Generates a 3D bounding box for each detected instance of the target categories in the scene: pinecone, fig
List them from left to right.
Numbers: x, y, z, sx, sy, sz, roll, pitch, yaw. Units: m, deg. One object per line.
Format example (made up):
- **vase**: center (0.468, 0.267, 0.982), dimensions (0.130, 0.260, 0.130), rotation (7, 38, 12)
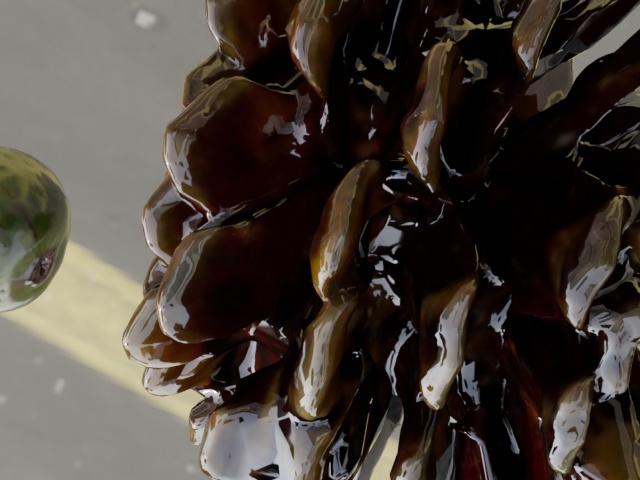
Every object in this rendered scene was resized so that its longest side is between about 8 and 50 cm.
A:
- **fig**: center (-0.351, -0.047, 1.853), dimensions (0.259, 0.151, 0.151), rotation (35, 157, 15)
- **pinecone**: center (0.096, -0.012, 1.072), dimensions (0.397, 0.398, 0.398), rotation (17, 154, 8)
